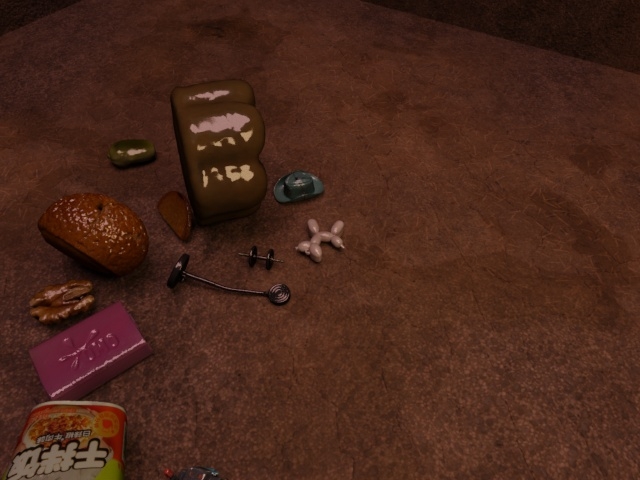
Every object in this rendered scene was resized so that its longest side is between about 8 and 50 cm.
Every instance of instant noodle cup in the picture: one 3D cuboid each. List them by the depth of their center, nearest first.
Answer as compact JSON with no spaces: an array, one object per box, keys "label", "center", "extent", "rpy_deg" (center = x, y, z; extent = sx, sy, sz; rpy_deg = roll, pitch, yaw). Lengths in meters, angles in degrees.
[{"label":"instant noodle cup","center":[-0.524,0.516,0.924],"extent":[0.294,0.293,0.307],"rpy_deg":[-6,43,-6]}]

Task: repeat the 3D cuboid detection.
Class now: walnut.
[{"label":"walnut","center":[-0.746,0.184,1.316],"extent":[0.171,0.069,0.142],"rpy_deg":[-16,51,-16]}]

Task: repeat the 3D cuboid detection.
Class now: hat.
[{"label":"hat","center":[-0.078,-0.205,1.642],"extent":[0.191,0.077,0.138],"rpy_deg":[-22,56,-18]}]

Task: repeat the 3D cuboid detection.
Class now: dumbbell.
[{"label":"dumbbell","center":[-0.187,0.055,1.430],"extent":[0.147,0.069,0.069],"rpy_deg":[9,51,7]}]

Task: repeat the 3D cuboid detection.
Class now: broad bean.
[{"label":"broad bean","center":[-0.732,-0.341,1.752],"extent":[0.175,0.082,0.124],"rpy_deg":[-16,52,-26]}]

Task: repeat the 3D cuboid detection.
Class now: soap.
[{"label":"soap","center":[-0.611,0.298,1.214],"extent":[0.260,0.081,0.181],"rpy_deg":[-31,57,-24]}]

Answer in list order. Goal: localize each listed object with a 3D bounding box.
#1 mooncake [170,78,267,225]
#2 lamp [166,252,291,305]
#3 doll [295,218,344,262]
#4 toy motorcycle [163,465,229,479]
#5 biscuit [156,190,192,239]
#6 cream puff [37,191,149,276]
[{"label":"mooncake","center":[-0.327,-0.282,1.476],"extent":[0.263,0.466,0.466],"rpy_deg":[-10,51,-17]},{"label":"lamp","center":[-0.278,0.125,1.345],"extent":[0.372,0.108,0.130],"rpy_deg":[15,55,11]},{"label":"doll","center":[0.000,0.000,1.487],"extent":[0.161,0.059,0.159],"rpy_deg":[3,49,1]},{"label":"toy motorcycle","center":[-0.285,0.592,0.913],"extent":[0.124,0.182,0.272],"rpy_deg":[3,48,18]},{"label":"biscuit","center":[-0.483,-0.099,1.530],"extent":[0.206,0.126,0.025],"rpy_deg":[44,23,31]},{"label":"cream puff","center":[-0.652,-0.025,1.345],"extent":[0.303,0.303,0.212],"rpy_deg":[21,65,16]}]
